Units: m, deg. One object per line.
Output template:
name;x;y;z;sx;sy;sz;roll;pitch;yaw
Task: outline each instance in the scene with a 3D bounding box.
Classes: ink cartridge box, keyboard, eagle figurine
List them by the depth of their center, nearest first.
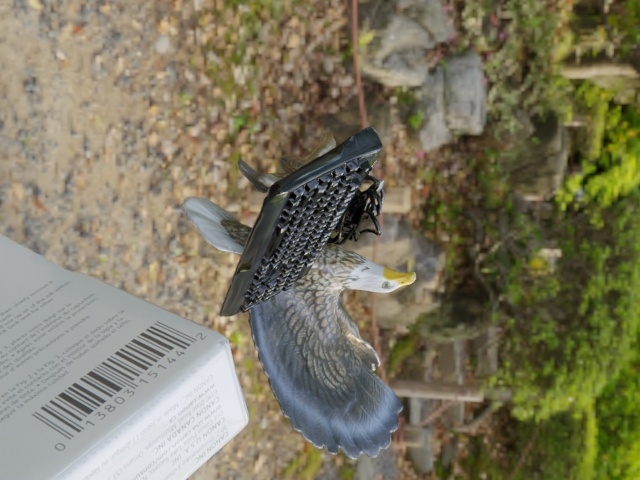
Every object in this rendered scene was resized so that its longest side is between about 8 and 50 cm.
ink cartridge box;-0.231;0.112;0.509;0.296;0.261;0.066;-37;132;-35
keyboard;0.000;0.000;0.553;0.100;0.038;0.192;-34;170;-22
eagle figurine;-0.006;0.061;1.061;0.226;0.225;0.298;-24;123;-44
